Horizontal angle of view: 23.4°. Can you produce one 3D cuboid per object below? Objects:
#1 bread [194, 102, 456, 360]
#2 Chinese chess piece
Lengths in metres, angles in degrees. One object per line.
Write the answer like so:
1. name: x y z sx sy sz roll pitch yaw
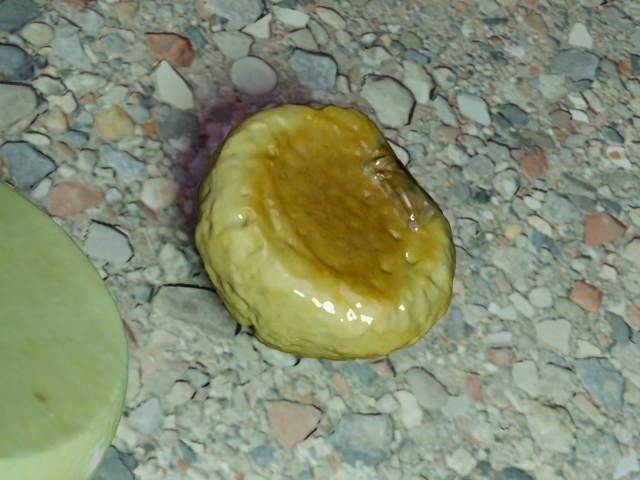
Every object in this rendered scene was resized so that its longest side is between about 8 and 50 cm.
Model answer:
1. bread: 0.000 0.000 1.332 0.244 0.134 0.244 13 51 -17
2. Chinese chess piece: -0.307 0.074 1.079 0.349 0.146 0.349 27 29 -16
